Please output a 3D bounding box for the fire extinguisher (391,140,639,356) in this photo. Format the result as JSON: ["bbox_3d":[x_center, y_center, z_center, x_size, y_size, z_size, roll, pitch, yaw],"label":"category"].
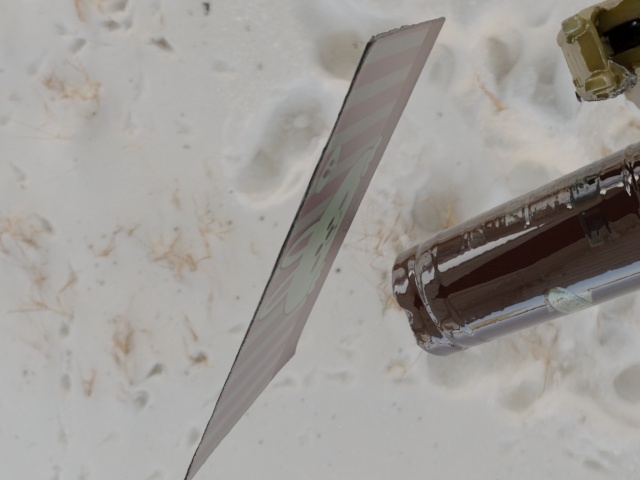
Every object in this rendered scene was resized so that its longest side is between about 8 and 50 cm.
[{"bbox_3d":[0.217,0.002,0.681,0.337,0.135,0.114,-27,92,36],"label":"fire extinguisher"}]

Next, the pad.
[{"bbox_3d":[0.001,0.000,0.530,0.005,0.202,0.299,28,114,8],"label":"pad"}]

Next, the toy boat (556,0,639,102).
[{"bbox_3d":[0.252,-0.158,0.607,0.088,0.226,0.068,-22,92,50],"label":"toy boat"}]
